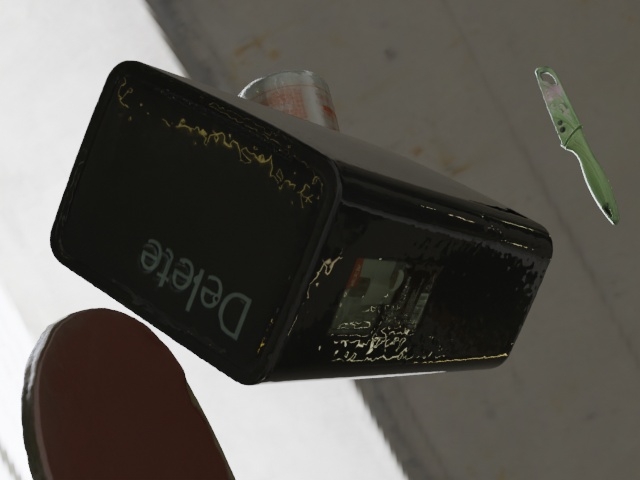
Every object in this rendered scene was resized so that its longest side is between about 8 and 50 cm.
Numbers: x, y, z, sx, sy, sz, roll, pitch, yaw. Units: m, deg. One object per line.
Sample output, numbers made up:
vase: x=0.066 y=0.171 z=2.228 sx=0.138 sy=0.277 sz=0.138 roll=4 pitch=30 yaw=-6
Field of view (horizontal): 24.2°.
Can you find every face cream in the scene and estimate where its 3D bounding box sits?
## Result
face cream: x=-0.014 y=-0.040 z=1.465 sx=0.101 sy=0.101 sz=0.251 roll=4 pitch=-122 yaw=-30

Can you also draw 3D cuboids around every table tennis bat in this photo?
table tennis bat: x=-0.042 y=0.133 z=0.540 sx=0.234 sy=0.022 sz=0.131 roll=67 pitch=-161 yaw=-2

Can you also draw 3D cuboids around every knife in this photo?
knife: x=0.272 y=-0.102 z=1.586 sx=0.014 sy=0.030 sz=0.207 roll=25 pitch=-140 yaw=-55

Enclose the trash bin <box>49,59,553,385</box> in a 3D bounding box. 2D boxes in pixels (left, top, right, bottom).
trash bin: x=0.000 y=0.000 z=0.802 sx=0.225 sy=0.165 sz=0.115 roll=11 pitch=-76 yaw=-53
